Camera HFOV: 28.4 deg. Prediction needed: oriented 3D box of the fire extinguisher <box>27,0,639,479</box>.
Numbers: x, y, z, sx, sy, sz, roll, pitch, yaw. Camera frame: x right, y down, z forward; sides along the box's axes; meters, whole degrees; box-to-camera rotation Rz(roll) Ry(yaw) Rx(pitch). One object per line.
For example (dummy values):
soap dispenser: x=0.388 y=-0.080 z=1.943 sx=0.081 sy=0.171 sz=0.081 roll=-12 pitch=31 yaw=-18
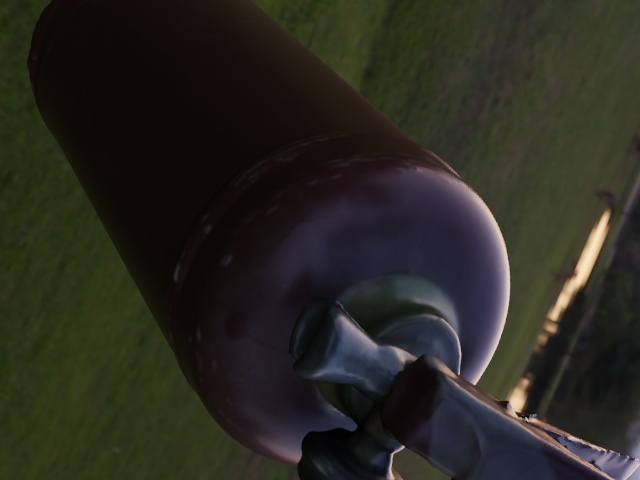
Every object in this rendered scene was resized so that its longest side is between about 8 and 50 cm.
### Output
fire extinguisher: x=0.000 y=0.000 z=0.439 sx=0.147 sy=0.337 sz=0.106 roll=23 pitch=106 yaw=-33
